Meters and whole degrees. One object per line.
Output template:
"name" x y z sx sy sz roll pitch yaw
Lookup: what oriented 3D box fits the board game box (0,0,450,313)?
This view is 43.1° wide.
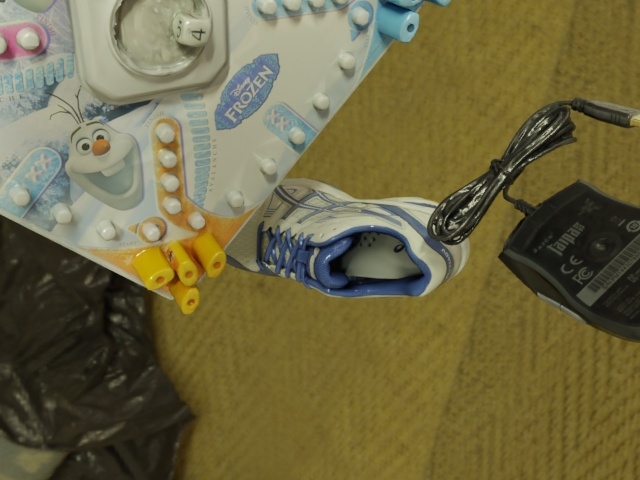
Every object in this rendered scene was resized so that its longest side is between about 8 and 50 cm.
"board game box" -0.121 -0.162 0.612 0.390 0.390 0.050 -50 43 5

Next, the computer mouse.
"computer mouse" 0.221 -0.020 0.622 0.184 0.060 0.262 -46 35 -8

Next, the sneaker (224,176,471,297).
"sneaker" 0.000 0.000 0.842 0.296 0.131 0.112 1 106 23
